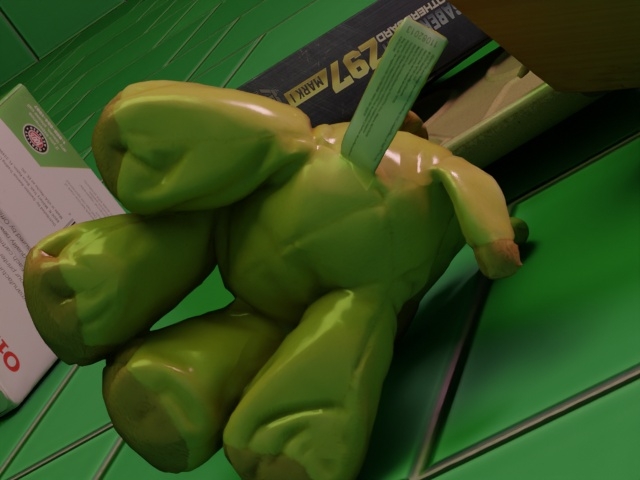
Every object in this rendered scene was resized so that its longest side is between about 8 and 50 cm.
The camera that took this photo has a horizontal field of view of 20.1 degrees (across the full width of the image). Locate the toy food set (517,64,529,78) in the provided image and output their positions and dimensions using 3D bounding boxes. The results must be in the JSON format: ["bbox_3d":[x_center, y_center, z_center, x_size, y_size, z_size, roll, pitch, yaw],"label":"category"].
[{"bbox_3d":[0.134,-0.131,0.911,0.122,0.019,0.078,-39,-19,-42],"label":"toy food set"}]

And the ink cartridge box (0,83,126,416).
[{"bbox_3d":[-0.240,0.014,1.276,0.092,0.160,0.219,-28,15,35],"label":"ink cartridge box"}]

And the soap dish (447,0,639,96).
[{"bbox_3d":[0.217,-0.179,0.805,0.229,0.118,0.291,-2,34,43],"label":"soap dish"}]

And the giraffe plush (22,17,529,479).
[{"bbox_3d":[0.000,0.000,0.786,0.210,0.181,0.170,-45,-9,11],"label":"giraffe plush"}]

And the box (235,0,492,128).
[{"bbox_3d":[0.015,-0.098,1.129,0.183,0.059,0.232,-34,3,-14],"label":"box"}]

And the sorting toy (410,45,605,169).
[{"bbox_3d":[0.126,-0.087,0.986,0.307,0.041,0.229,-31,10,21],"label":"sorting toy"}]
